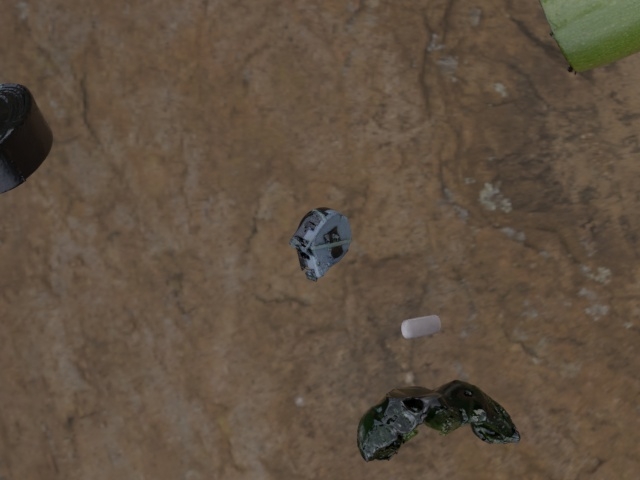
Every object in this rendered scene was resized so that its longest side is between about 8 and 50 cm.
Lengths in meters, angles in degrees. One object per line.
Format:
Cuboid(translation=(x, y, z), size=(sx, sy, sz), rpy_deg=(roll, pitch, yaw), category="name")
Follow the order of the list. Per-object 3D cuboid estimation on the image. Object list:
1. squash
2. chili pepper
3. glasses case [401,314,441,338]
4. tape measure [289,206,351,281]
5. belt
Cuboid(translation=(0.455, -0.369, 1.446), size=(0.260, 0.189, 0.189), rpy_deg=(-23, 83, 26), category="squash")
Cuboid(translation=(0.169, 0.270, 1.560), size=(0.148, 0.264, 0.116), rpy_deg=(25, 118, 59), category="chili pepper")
Cuboid(translation=(0.166, 0.142, 1.642), size=(0.021, 0.083, 0.032), rpy_deg=(-13, 86, 51), category="glasses case")
Cuboid(translation=(0.001, -0.002, 1.439), size=(0.054, 0.094, 0.091), rpy_deg=(19, 147, 41), category="tape measure")
Cuboid(translation=(-0.439, -0.135, 1.332), size=(0.151, 0.198, 0.078), rpy_deg=(-19, 127, 2), category="belt")
